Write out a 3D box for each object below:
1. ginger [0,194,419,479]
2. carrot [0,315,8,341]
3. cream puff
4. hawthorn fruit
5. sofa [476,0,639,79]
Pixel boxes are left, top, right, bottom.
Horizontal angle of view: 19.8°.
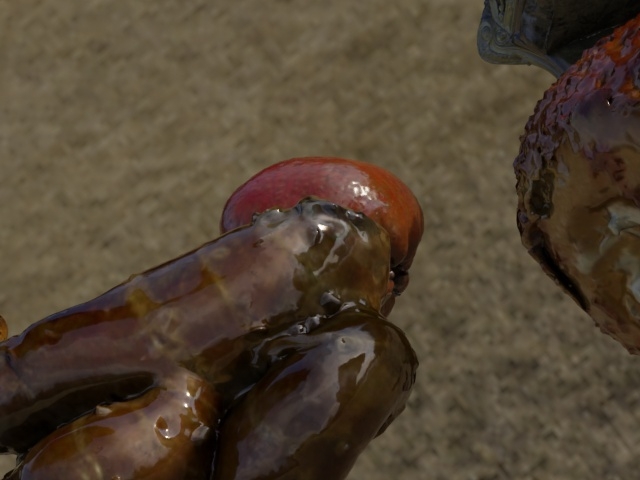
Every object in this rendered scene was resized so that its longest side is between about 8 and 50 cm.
[{"bbox_3d":[-0.040,0.058,0.596,0.162,0.073,0.103,-23,58,-1],"label":"ginger"},{"bbox_3d":[-0.290,0.069,1.480,0.055,0.055,0.161,-45,18,-14],"label":"carrot"},{"bbox_3d":[0.221,-0.026,0.919,0.240,0.240,0.164,-1,38,52],"label":"cream puff"},{"bbox_3d":[0.000,0.000,1.298,0.138,0.133,0.133,23,54,15],"label":"hawthorn fruit"},{"bbox_3d":[0.244,-0.203,1.301,0.200,0.258,0.182,-20,49,-23],"label":"sofa"}]
